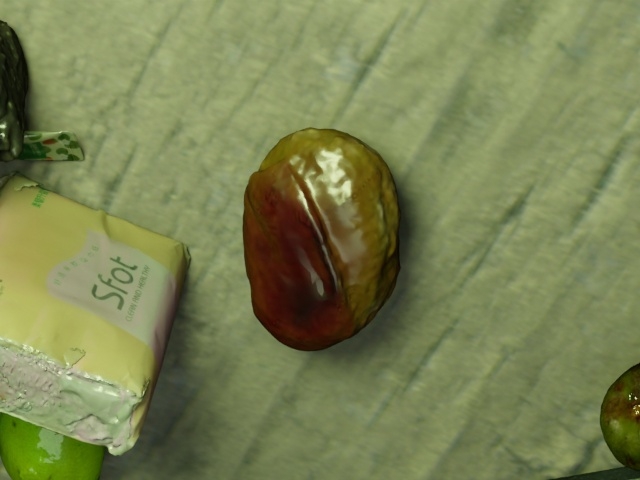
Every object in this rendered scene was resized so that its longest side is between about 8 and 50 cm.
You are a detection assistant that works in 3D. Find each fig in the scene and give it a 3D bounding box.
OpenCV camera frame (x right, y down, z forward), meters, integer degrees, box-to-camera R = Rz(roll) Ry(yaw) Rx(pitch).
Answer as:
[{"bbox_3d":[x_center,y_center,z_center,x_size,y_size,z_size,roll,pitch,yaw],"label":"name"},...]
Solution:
[{"bbox_3d":[0.372,0.175,1.477,0.133,0.185,0.127,-49,66,28],"label":"fig"}]

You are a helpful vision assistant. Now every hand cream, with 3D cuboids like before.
[{"bbox_3d":[-0.314,-0.092,1.393,0.165,0.037,0.057,1,155,3],"label":"hand cream"}]

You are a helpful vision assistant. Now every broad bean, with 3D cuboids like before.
[{"bbox_3d":[-0.001,-0.001,1.379,0.156,0.122,0.229,16,116,24],"label":"broad bean"}]

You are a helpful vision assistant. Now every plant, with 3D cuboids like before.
[{"bbox_3d":[-0.333,-0.124,1.288,0.132,0.194,0.129,-10,123,10],"label":"plant"}]

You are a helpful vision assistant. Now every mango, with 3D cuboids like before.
[{"bbox_3d":[-0.284,0.197,1.522,0.119,0.100,0.178,2,112,5],"label":"mango"}]

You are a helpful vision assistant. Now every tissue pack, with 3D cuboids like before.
[{"bbox_3d":[-0.246,0.067,1.354,0.215,0.257,0.123,22,122,-8],"label":"tissue pack"}]

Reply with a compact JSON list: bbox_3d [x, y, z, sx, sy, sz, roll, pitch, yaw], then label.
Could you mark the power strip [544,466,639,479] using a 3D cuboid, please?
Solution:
[{"bbox_3d":[0.303,0.306,1.561,0.256,0.070,0.105,-12,118,9],"label":"power strip"}]
